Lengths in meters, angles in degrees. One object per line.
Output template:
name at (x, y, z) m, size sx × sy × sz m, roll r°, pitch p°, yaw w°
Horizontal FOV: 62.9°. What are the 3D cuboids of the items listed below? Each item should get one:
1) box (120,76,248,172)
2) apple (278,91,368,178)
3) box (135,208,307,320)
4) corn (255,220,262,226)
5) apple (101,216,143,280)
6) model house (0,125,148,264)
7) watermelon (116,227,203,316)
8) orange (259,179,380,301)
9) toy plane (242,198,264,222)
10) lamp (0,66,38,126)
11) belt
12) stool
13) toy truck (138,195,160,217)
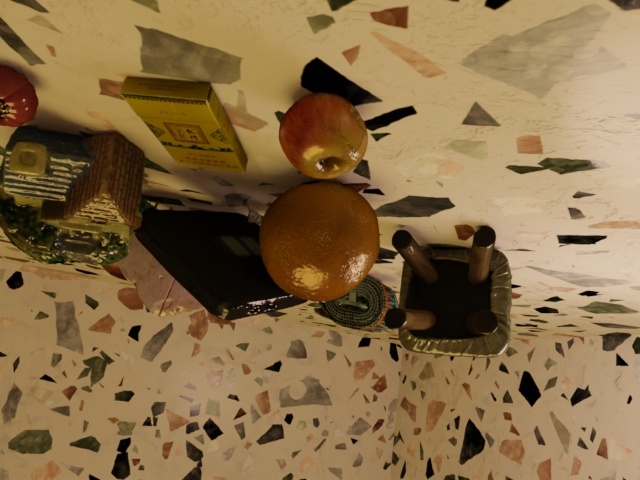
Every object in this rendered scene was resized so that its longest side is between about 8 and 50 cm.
box at (-0.243, -0.210, 0.995) m, size 0.153 × 0.041 × 0.279 m, roll 8°, pitch 164°, yaw 8°
apple at (0.002, -0.174, 0.854) m, size 0.146 × 0.146 × 0.146 m, roll 8°, pitch 163°, yaw 2°
box at (-0.219, 0.046, 1.251) m, size 0.359 × 0.091 × 0.350 m, roll 39°, pitch -157°, yaw 28°
corn at (-0.267, -0.013, 1.556) m, size 0.244 × 0.093 × 0.093 m, roll -2°, pitch 160°, yaw 29°
apple at (-0.554, 0.003, 1.650) m, size 0.254 × 0.179 × 0.346 m, roll -35°, pitch 153°, yaw 7°
model house at (-0.543, -0.098, 1.137) m, size 0.321 × 0.261 × 0.266 m, roll 9°, pitch 162°, yaw -22°
watermelon at (-0.398, 0.061, 1.490) m, size 0.319 × 0.292 × 0.222 m, roll -25°, pitch -163°, yaw -19°
orange at (0.000, 0.000, 1.165) m, size 0.274 × 0.274 × 0.274 m, roll 8°, pitch 163°, yaw 2°
toy plane at (-0.069, -0.031, 1.367) m, size 0.273 × 0.107 × 0.182 m, roll 16°, pitch 175°, yaw -33°
lamp at (-0.553, -0.252, 0.917) m, size 0.107 × 0.092 × 0.107 m, roll 5°, pitch 128°, yaw 7°
belt at (0.138, 0.233, 1.978) m, size 0.295 × 0.207 × 0.160 m, roll 15°, pitch 174°, yaw 37°
stool at (0.336, 0.139, 1.385) m, size 0.310 × 0.310 × 0.226 m, roll -2°, pitch 160°, yaw 24°
toy truck at (-0.496, -0.095, 1.459) m, size 0.154 × 0.078 × 0.080 m, roll 30°, pitch 149°, yaw -21°
